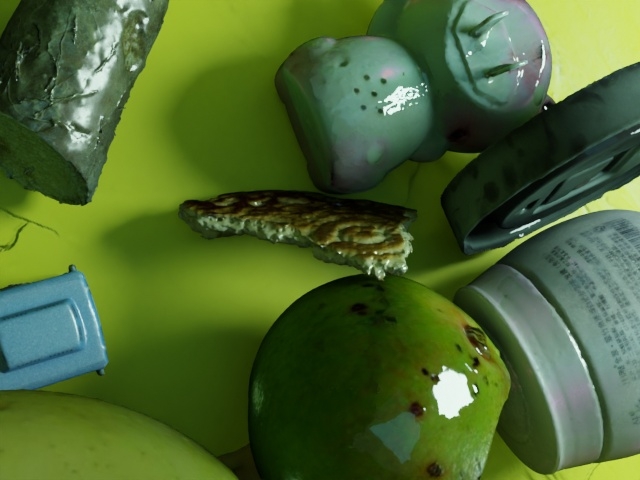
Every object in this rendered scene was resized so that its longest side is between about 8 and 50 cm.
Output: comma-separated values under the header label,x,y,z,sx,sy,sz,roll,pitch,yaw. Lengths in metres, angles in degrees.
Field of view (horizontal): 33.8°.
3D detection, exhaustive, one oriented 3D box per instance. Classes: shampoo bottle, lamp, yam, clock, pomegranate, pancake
label,x,y,z,sx,sy,sz,roll,pitch,yaw
shampoo bottle,0.306,0.113,1.195,0.266,0.273,0.273,-22,93,-9
lamp,0.119,-0.184,1.175,0.301,0.247,0.247,-22,90,-11
yam,-0.264,-0.177,1.095,0.154,0.154,0.254,25,80,-15
clock,0.286,-0.092,1.179,0.325,0.325,0.067,-23,76,-19
pomegranate,0.008,0.173,1.082,0.358,0.309,0.216,-31,113,19
pancake,0.000,0.000,1.127,0.266,0.244,0.057,-6,115,-25

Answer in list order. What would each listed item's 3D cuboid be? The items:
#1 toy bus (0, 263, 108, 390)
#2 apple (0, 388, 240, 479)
label,x,y,z,sx,sy,sz,roll,pitch,yaw
toy bus,-0.330,0.107,1.050,0.234,0.133,0.116,-16,90,-23
apple,-0.248,0.354,0.911,0.474,0.473,0.473,1,86,-18
